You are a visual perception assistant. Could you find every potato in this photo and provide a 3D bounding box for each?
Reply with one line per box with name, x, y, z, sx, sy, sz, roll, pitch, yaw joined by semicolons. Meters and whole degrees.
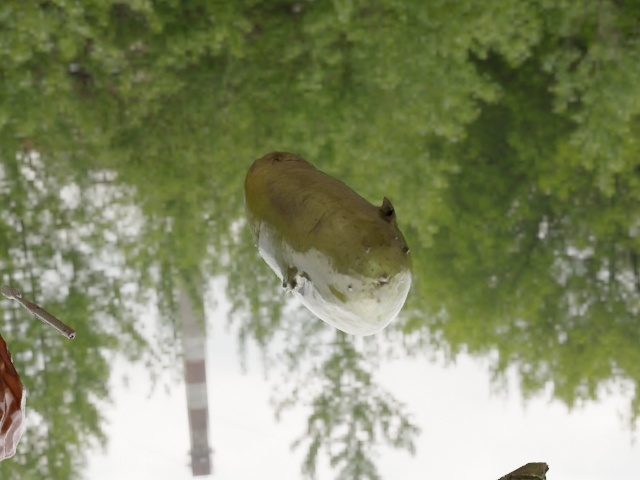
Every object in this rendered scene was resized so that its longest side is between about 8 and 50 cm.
potato;0.000;0.000;0.787;0.085;0.105;0.188;-19;-141;-21

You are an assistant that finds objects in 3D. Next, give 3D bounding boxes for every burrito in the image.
burrito;0.227;0.342;1.494;0.171;0.042;0.051;-23;-155;12

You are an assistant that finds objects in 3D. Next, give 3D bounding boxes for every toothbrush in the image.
toothbrush;-0.171;0.043;0.685;0.008;0.006;0.097;24;179;-41

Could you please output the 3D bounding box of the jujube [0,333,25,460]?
jujube;-0.236;0.057;0.617;0.109;0.176;0.112;-30;-177;-12
